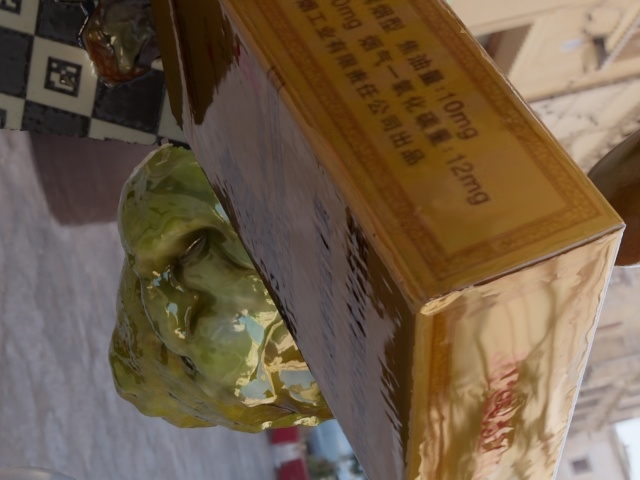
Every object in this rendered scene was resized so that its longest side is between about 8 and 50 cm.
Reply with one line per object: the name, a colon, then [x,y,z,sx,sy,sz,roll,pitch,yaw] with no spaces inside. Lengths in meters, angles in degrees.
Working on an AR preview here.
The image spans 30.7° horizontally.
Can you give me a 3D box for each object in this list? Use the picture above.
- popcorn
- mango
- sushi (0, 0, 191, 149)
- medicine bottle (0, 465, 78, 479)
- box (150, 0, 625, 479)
popcorn: [-0.009,-0.004,0.913,0.293,0.334,0.292,25,-41,41]
mango: [0.329,-0.061,1.053,0.113,0.253,0.138,51,30,3]
sushi: [-0.098,-0.158,0.657,0.040,0.193,0.210,-76,172,-65]
medicine bottle: [-0.173,0.279,0.616,0.130,0.130,0.341,79,5,-47]
box: [0.006,-0.037,0.480,0.174,0.076,0.274,88,-23,-51]
